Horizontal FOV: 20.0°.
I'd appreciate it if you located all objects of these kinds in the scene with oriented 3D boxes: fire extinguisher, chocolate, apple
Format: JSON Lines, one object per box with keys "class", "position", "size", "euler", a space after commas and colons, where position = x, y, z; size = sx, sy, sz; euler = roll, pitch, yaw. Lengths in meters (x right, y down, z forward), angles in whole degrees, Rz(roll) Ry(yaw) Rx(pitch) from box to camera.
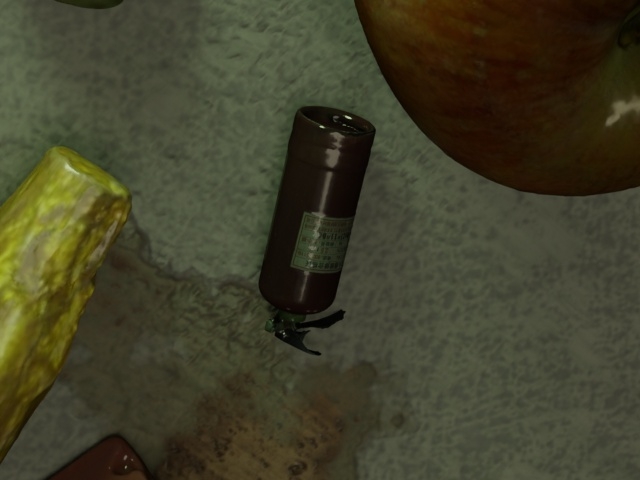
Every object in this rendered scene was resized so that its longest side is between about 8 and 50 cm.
{"class": "fire extinguisher", "position": [0.000, 0.000, 1.586], "size": [0.099, 0.071, 0.231], "euler": [-7, 117, -40]}
{"class": "chocolate", "position": [-0.301, 0.125, 1.518], "size": [0.162, 0.162, 0.445], "euler": [32, 100, -22]}
{"class": "apple", "position": [0.207, -0.244, 1.400], "size": [0.400, 0.333, 0.400], "euler": [-10, 132, -11]}

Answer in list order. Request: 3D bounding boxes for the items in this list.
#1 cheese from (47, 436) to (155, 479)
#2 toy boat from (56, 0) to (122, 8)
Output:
{"class": "cheese", "position": [-0.157, 0.313, 1.657], "size": [0.128, 0.203, 0.177], "euler": [-37, 146, -1]}
{"class": "toy boat", "position": [-0.198, -0.233, 1.442], "size": [0.185, 0.071, 0.089], "euler": [18, 149, -19]}
